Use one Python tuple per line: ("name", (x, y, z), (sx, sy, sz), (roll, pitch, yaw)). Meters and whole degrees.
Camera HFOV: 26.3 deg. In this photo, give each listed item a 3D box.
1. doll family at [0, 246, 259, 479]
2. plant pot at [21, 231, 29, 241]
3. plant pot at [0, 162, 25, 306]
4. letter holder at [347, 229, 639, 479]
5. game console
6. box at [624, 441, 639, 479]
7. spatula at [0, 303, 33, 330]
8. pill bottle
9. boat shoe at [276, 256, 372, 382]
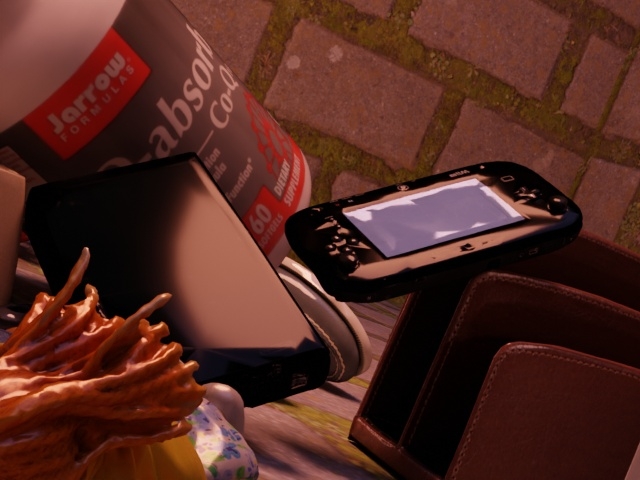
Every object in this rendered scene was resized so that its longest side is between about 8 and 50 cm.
("doll family", (-0.118, 0.042, 0.404), (0.263, 0.118, 0.163), (23, 2, 16))
("plant pot", (-0.292, -0.101, 1.316), (0.191, 0.191, 0.174), (22, 17, -15))
("plant pot", (-0.257, -0.017, 0.915), (0.109, 0.096, 0.109), (22, 2, -34))
("letter holder", (0.213, 0.113, 1.014), (0.302, 0.214, 0.152), (22, 1, -25))
("game console", (0.000, 0.000, 0.921), (0.361, 0.044, 0.213), (-14, 44, -23))
("box", (0.215, 0.160, 0.817), (0.072, 0.137, 0.126), (22, 1, 19))
("spatula", (-0.124, 0.072, 0.987), (0.084, 0.030, 0.296), (22, 1, 36))
("pill bottle", (-0.186, -0.107, 1.058), (0.210, 0.210, 0.363), (24, -18, 52))
("boat shoe", (-0.101, 0.057, 1.296), (0.319, 0.116, 0.099), (30, 47, 20))
